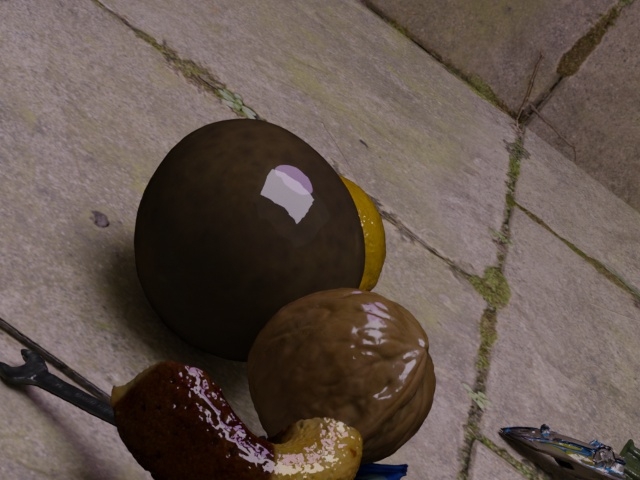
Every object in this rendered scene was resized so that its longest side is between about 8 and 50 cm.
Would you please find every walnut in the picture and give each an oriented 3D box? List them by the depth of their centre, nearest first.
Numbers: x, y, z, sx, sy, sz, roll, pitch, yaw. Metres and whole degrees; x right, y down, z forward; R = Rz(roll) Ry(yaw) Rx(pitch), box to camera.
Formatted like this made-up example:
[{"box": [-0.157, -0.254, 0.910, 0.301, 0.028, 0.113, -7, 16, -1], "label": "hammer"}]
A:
[{"box": [0.028, 0.161, 1.836, 0.228, 0.228, 0.228, 32, 25, -17], "label": "walnut"}]

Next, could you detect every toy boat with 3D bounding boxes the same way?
[{"box": [0.375, 0.325, 2.400, 0.210, 0.066, 0.084, 19, -3, -1], "label": "toy boat"}, {"box": [0.489, 0.411, 2.436, 0.093, 0.055, 0.293, 38, 23, -5], "label": "toy boat"}]

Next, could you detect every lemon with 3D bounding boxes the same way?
[{"box": [0.000, 0.000, 2.304, 0.188, 0.188, 0.256, 10, 40, -48], "label": "lemon"}]

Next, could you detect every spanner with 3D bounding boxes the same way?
[{"box": [-0.245, 0.186, 1.724, 0.255, 0.015, 0.054, 25, 38, 16], "label": "spanner"}]

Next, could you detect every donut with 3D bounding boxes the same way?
[{"box": [-0.081, 0.232, 1.642, 0.295, 0.112, 0.151, 21, 43, -14], "label": "donut"}]

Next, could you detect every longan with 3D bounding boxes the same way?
[{"box": [-0.096, 0.000, 2.018, 0.319, 0.319, 0.319, 32, 25, -17], "label": "longan"}]

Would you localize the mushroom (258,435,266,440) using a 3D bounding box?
[{"box": [-0.132, 0.286, 1.720, 0.099, 0.096, 0.278, 31, 31, 9], "label": "mushroom"}]

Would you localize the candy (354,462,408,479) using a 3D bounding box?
[{"box": [-0.011, 0.324, 1.785, 0.187, 0.077, 0.331, 4, 17, 14], "label": "candy"}]
